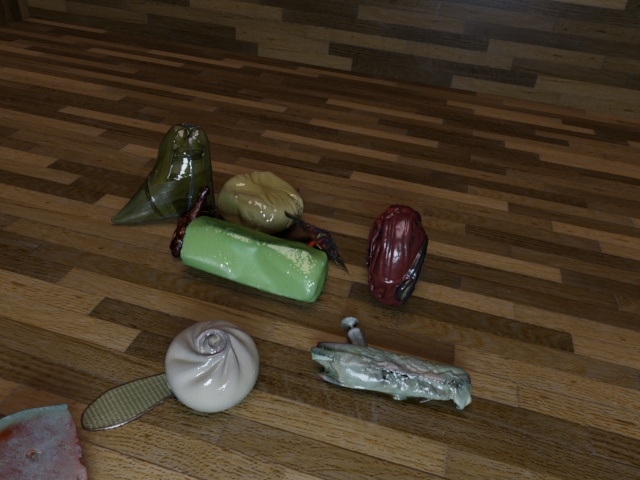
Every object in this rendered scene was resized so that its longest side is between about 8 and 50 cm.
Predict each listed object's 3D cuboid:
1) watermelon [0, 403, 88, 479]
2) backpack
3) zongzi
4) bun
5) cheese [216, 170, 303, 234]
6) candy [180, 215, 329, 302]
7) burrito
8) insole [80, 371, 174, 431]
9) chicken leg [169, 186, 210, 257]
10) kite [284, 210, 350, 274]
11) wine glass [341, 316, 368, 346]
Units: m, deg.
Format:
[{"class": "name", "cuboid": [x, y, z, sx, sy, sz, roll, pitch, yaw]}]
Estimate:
[{"class": "watermelon", "cuboid": [-0.396, 0.377, 0.693, 0.226, 0.148, 0.318, 19, 19, -11]}, {"class": "backpack", "cuboid": [0.169, 0.023, 1.165, 0.139, 0.229, 0.229, 11, 35, 14]}, {"class": "zongzi", "cuboid": [-0.421, -0.175, 1.338, 0.275, 0.250, 0.125, -9, 20, -17]}, {"class": "bun", "cuboid": [-0.192, 0.213, 0.922, 0.173, 0.119, 0.172, 7, 40, -6]}, {"class": "cheese", "cuboid": [-0.158, -0.102, 1.395, 0.226, 0.117, 0.214, 30, 38, 22]}, {"class": "candy", "cuboid": [-0.152, 0.040, 1.185, 0.344, 0.131, 0.142, 16, -6, 12]}, {"class": "burrito", "cuboid": [0.131, 0.249, 0.971, 0.310, 0.066, 0.096, 11, 30, 6]}, {"class": "insole", "cuboid": [-0.302, 0.270, 0.929, 0.253, 0.005, 0.086, -18, 42, -31]}, {"class": "chicken leg", "cuboid": [-0.327, -0.043, 1.287, 0.053, 0.093, 0.205, 23, 47, -21]}, {"class": "kite", "cuboid": [0.000, 0.000, 1.300, 0.232, 0.009, 0.189, 41, 21, 8]}, {"class": "wine glass", "cuboid": [0.071, 0.198, 1.056, 0.039, 0.042, 0.083, -27, 40, 5]}]
